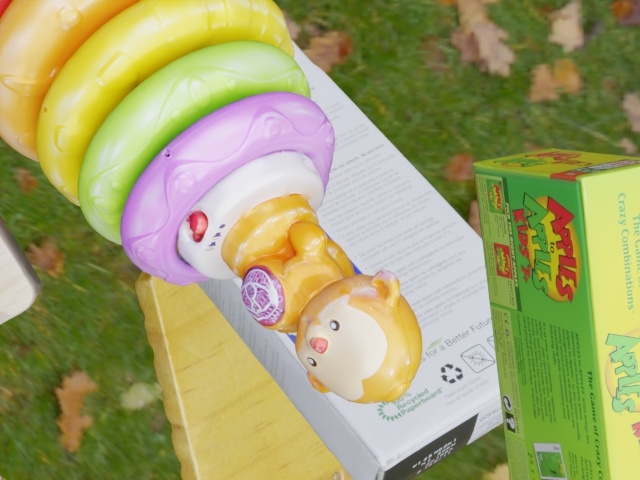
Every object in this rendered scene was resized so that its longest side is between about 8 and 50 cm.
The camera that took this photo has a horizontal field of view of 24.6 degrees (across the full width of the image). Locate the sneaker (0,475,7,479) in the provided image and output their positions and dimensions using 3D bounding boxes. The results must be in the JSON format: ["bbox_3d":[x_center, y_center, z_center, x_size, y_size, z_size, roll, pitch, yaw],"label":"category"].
[{"bbox_3d":[-0.421,0.298,1.350,0.296,0.131,0.112,-40,152,-49],"label":"sneaker"}]

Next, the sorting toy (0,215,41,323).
[{"bbox_3d":[-0.314,-0.010,0.714,0.257,0.089,0.255,-29,104,3],"label":"sorting toy"}]

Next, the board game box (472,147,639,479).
[{"bbox_3d":[0.112,0.056,0.615,0.043,0.092,0.181,-11,100,-20],"label":"board game box"}]

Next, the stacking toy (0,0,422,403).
[{"bbox_3d":[-0.055,-0.043,0.653,0.165,0.302,0.175,-8,141,-46],"label":"stacking toy"}]

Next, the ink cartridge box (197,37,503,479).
[{"bbox_3d":[0.000,0.000,1.068,0.175,0.069,0.371,-27,62,-25],"label":"ink cartridge box"}]

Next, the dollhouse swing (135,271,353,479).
[{"bbox_3d":[-0.138,0.105,1.579,0.315,0.305,0.347,-21,103,-45],"label":"dollhouse swing"}]
